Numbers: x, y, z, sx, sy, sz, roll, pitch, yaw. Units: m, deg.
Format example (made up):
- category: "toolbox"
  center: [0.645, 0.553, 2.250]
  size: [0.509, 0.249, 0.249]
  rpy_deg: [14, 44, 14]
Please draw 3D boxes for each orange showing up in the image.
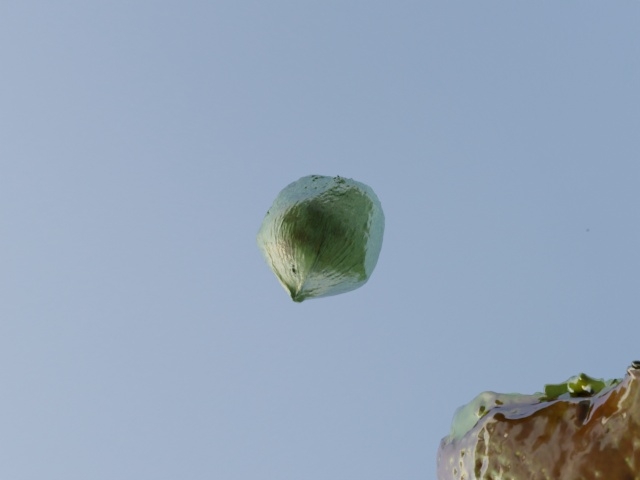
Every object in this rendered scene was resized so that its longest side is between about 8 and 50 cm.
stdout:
- category: "orange"
  center: [0.242, 0.196, 1.001]
  size: [0.334, 0.262, 0.196]
  rpy_deg: [-12, -106, 40]

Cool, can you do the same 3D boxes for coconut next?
- category: "coconut"
  center: [0.000, 0.000, 1.000]
  size: [0.088, 0.088, 0.096]
  rpy_deg: [18, -112, 10]
